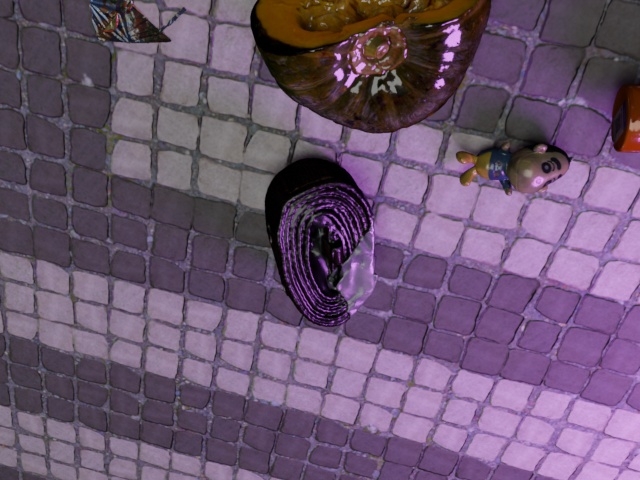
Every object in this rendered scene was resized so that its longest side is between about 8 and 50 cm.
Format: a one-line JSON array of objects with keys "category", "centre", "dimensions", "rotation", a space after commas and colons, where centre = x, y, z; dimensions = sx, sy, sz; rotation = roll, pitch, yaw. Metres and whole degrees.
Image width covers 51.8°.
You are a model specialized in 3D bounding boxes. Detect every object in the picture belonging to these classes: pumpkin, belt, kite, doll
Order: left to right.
[{"category": "kite", "centre": [-0.321, -0.380, 1.067], "dimensions": [0.183, 0.010, 0.160], "rotation": [43, 119, -16]}, {"category": "belt", "centre": [0.000, 0.000, 1.161], "dimensions": [0.184, 0.164, 0.289], "rotation": [-13, 120, -11]}, {"category": "pumpkin", "centre": [0.077, -0.286, 0.956], "dimensions": [0.325, 0.242, 0.232], "rotation": [-5, 150, 9]}, {"category": "doll", "centre": [0.313, -0.117, 1.060], "dimensions": [0.179, 0.089, 0.102], "rotation": [-7, 129, 14]}]

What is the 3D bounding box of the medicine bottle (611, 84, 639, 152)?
[{"category": "medicine bottle", "centre": [0.576, -0.171, 0.933], "dimensions": [0.289, 0.157, 0.157], "rotation": [2, 122, 10]}]
